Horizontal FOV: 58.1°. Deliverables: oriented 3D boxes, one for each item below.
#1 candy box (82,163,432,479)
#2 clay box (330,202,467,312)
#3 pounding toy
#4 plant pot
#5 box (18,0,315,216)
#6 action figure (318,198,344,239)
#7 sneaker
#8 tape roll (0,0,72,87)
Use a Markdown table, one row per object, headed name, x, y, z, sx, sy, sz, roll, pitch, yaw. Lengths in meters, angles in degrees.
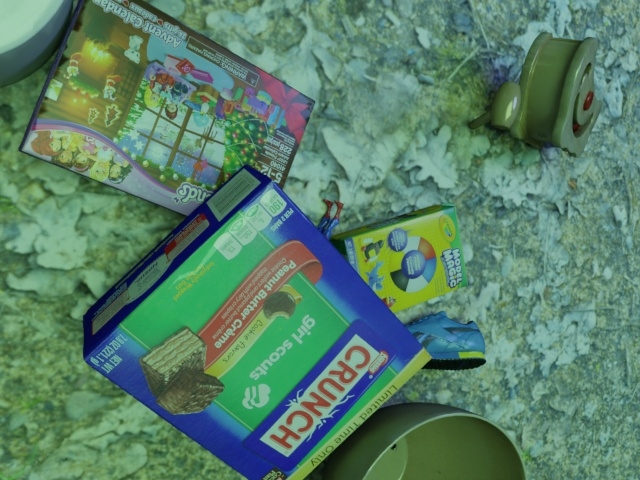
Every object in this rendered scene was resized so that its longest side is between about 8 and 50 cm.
| name | x | y | z | sx | sy | sz | roll | pitch | yaw |
| --- | --- | --- | --- | --- | --- | --- | --- | --- | --- |
| candy box | -0.067 | 0.117 | 0.689 | 0.268 | 0.122 | 0.317 | -44 | 118 | -2 |
| clay box | 0.132 | 0.027 | 0.851 | 0.221 | 0.053 | 0.128 | -17 | 102 | -22 |
| pounding toy | 0.323 | -0.226 | 0.869 | 0.269 | 0.154 | 0.154 | 1 | 107 | -56 |
| plant pot | 0.111 | 0.345 | 0.795 | 0.284 | 0.191 | 0.284 | -2 | 96 | -25 |
| box | -0.164 | -0.138 | 0.678 | 0.293 | 0.057 | 0.201 | 22 | 86 | -32 |
| action figure | 0.000 | 0.000 | 0.797 | 0.030 | 0.038 | 0.115 | 19 | 85 | -47 |
| sneaker | 0.151 | 0.150 | 0.874 | 0.209 | 0.069 | 0.082 | 5 | 60 | -17 |
| tape roll | -0.357 | -0.273 | 0.534 | 0.246 | 0.169 | 0.246 | -2 | 96 | -25 |
